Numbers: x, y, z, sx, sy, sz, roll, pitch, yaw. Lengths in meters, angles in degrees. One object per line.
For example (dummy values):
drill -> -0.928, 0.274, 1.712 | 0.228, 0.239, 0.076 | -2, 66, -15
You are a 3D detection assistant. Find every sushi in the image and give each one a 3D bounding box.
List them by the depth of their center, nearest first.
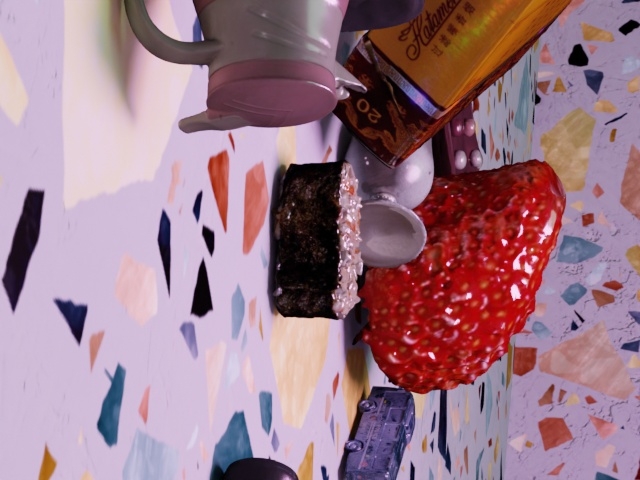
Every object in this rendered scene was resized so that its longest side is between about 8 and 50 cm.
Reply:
sushi -> 0.000, 0.000, 1.502 | 0.090, 0.078, 0.150 | 24, 67, -76

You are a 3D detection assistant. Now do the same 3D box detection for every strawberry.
strawberry -> 0.161, 0.039, 1.845 | 0.261, 0.257, 0.261 | -5, 90, -82

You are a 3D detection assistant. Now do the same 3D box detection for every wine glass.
wine glass -> 0.077, -0.085, 1.763 | 0.231, 0.103, 0.103 | -78, 163, -45

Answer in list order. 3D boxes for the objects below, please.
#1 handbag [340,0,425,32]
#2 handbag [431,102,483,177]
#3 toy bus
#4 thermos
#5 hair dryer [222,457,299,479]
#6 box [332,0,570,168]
handbag -> 0.023, -0.305, 1.358 | 0.254, 0.181, 0.181 | 67, 25, -54
handbag -> 0.185, -0.146, 2.270 | 0.203, 0.074, 0.216 | -70, 157, -55
toy bus -> 0.069, 0.233, 1.841 | 0.166, 0.065, 0.047 | -66, 153, -55
thermos -> -0.049, -0.213, 1.121 | 0.146, 0.176, 0.265 | 141, -47, -64
hair dryer -> -0.052, 0.296, 1.385 | 0.255, 0.070, 0.128 | 84, 13, -56
box -> 0.187, -0.267, 1.569 | 0.264, 0.116, 0.415 | -42, 175, -37
